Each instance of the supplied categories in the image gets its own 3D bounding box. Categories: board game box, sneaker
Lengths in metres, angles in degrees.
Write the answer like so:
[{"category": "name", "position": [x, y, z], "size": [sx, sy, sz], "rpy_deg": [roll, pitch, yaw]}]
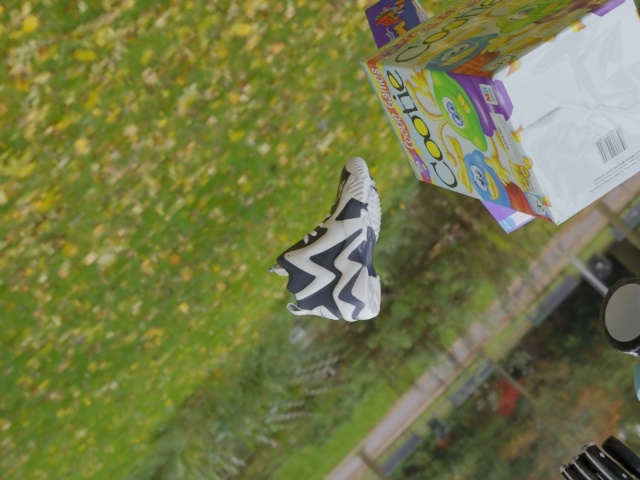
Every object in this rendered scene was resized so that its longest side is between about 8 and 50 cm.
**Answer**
[{"category": "board game box", "position": [0.172, -0.131, 1.042], "size": [0.144, 0.142, 0.275], "rpy_deg": [-33, -160, -12]}, {"category": "board game box", "position": [0.211, -0.202, 1.771], "size": [0.078, 0.347, 0.233], "rpy_deg": [-32, -143, 16]}, {"category": "sneaker", "position": [0.000, 0.000, 1.563], "size": [0.153, 0.234, 0.094], "rpy_deg": [-6, 163, 16]}]

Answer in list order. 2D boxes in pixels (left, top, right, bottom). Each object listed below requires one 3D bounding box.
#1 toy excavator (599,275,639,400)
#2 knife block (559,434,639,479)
[{"category": "toy excavator", "position": [0.590, 0.205, 1.373], "size": [0.222, 0.445, 0.433], "rpy_deg": [16, 146, -32]}, {"category": "knife block", "position": [0.375, 0.316, 1.172], "size": [0.276, 0.242, 0.088], "rpy_deg": [-2, -166, 31]}]
